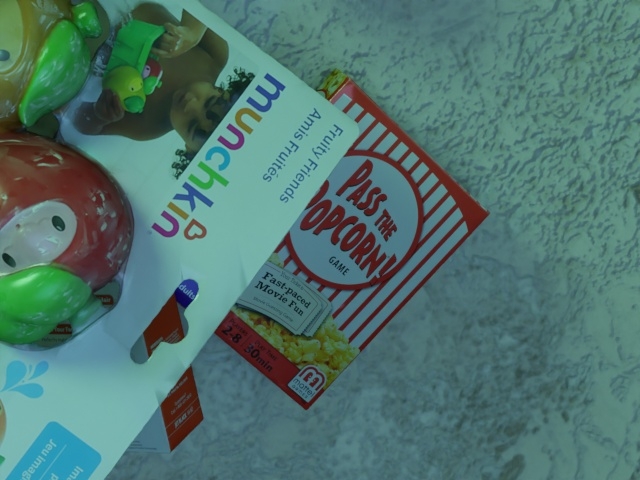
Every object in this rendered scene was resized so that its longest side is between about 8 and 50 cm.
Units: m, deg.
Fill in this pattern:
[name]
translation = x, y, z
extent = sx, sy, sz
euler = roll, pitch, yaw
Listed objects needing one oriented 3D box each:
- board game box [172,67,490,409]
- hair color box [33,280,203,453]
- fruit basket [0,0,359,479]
[board game box]
translation = 0.000, 0.000, 1.032
extent = 0.147, 0.045, 0.193
euler = 41, 93, -21
[hair color box]
translation = -0.145, 0.056, 0.987
extent = 0.093, 0.053, 0.167
euler = -1, 112, 25
[fruit basket]
translation = -0.206, -0.046, 0.852
extent = 0.353, 0.165, 0.327
euler = 37, 82, 1
